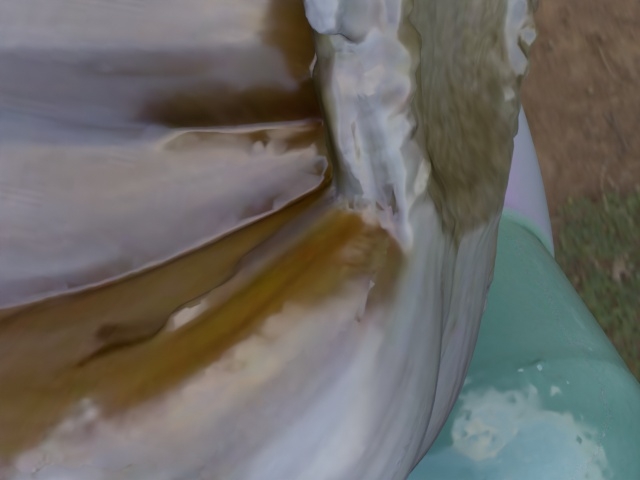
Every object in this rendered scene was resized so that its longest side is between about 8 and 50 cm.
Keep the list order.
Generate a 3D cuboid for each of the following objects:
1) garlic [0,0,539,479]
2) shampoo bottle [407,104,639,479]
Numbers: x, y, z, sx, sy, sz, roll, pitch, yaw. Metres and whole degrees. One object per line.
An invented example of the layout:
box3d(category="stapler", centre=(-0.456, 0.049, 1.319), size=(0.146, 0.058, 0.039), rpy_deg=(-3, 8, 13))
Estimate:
box3d(category="garlic", centre=(-0.049, -0.041, 0.404), size=(0.257, 0.207, 0.207), rpy_deg=(35, 108, -27))
box3d(category="shampoo bottle", centre=(0.000, 0.000, 0.694), size=(0.151, 0.349, 0.222), rpy_deg=(10, 130, -42))
